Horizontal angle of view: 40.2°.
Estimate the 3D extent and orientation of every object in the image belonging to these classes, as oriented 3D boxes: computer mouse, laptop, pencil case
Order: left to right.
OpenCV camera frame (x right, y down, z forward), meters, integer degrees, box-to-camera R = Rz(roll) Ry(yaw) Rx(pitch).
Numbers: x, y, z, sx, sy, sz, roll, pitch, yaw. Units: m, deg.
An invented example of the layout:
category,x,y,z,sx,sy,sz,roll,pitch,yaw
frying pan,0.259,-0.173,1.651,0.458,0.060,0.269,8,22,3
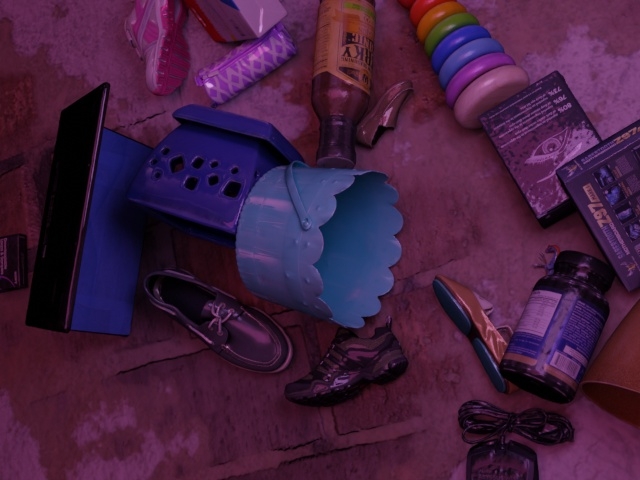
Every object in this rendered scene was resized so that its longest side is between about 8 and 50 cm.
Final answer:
category,x,y,z,sx,sy,sz,roll,pitch,yaw
laptop,-0.353,-0.026,1.515,0.408,0.236,0.382,-5,76,60
pencil case,-0.144,-0.345,1.685,0.206,0.088,0.086,-33,62,11
computer mouse,0.301,0.404,1.405,0.189,0.072,0.272,5,70,23

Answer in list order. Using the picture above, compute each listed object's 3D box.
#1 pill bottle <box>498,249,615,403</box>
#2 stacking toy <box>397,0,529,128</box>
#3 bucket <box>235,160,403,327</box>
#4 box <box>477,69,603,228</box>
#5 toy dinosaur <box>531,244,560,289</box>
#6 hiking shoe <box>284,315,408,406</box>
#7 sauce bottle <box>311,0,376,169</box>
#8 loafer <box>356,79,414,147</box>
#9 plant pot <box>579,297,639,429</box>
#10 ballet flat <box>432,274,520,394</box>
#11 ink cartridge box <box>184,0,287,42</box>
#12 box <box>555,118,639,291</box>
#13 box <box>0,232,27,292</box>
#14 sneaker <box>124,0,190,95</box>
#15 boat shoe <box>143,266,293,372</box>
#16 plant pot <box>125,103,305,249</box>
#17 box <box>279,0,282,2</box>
category,x,y,z,sx,sy,sz,roll,pitch,yaw
pill bottle,0.375,0.131,1.365,0.123,0.123,0.219,22,75,22
stacking toy,0.223,-0.360,1.535,0.141,0.141,0.330,-34,67,12
bucket,0.000,0.000,1.477,0.183,0.281,0.281,12,85,30
box,0.379,-0.147,1.446,0.153,0.108,0.207,-29,72,13
toy dinosaur,0.384,0.052,1.458,0.090,0.047,0.082,36,84,-11
hiking shoe,0.038,0.215,1.534,0.227,0.086,0.114,-21,60,10
sauce bottle,0.040,-0.292,1.574,0.111,0.111,0.344,-3,72,20
loafer,0.122,-0.227,1.586,0.148,0.056,0.050,-48,69,17
plant pot,0.541,0.151,1.287,0.237,0.237,0.254,22,76,22
ballet flat,0.273,0.147,1.464,0.073,0.080,0.232,-26,73,-15
ink cartridge box,-0.172,-0.451,1.650,0.078,0.134,0.231,-44,26,-14
box,0.496,-0.058,1.342,0.183,0.059,0.232,-33,112,12
box,-0.694,0.054,1.850,0.162,0.029,0.116,-10,77,17
sneaker,-0.335,-0.406,1.767,0.111,0.103,0.252,-8,72,23
boat shoe,-0.197,0.146,1.611,0.319,0.099,0.116,31,92,22
plant pot,-0.168,-0.109,1.580,0.236,0.236,0.212,17,81,23
box,-0.182,-0.610,1.710,0.300,0.154,0.142,32,92,21
